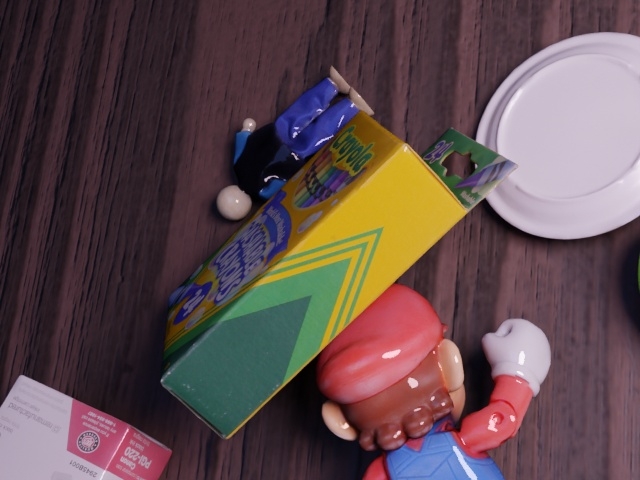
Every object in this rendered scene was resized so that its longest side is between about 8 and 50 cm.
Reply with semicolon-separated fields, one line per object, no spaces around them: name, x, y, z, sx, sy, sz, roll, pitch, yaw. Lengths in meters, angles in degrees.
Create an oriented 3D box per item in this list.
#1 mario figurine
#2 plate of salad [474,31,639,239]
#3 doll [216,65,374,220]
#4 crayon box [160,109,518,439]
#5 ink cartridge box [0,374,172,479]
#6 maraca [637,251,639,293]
mario figurine;0.109;0.184;0.759;0.198;0.170;0.320;-17;73;-20
plate of salad;0.233;-0.092;0.816;0.200;0.048;0.200;-15;62;30
doll;-0.035;-0.089;0.940;0.189;0.046;0.129;-41;59;7
crayon box;0.000;0.000;0.808;0.323;0.083;0.203;-43;16;5
ink cartridge box;-0.271;0.262;0.881;0.158;0.092;0.218;16;69;29
maraca;0.315;0.049;0.703;0.127;0.099;0.185;-10;94;28
